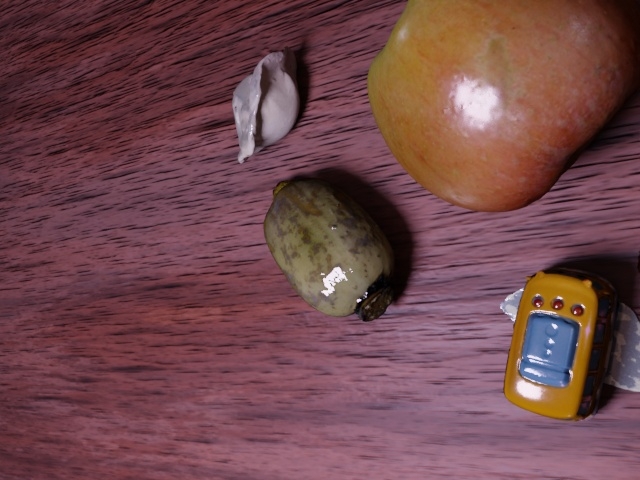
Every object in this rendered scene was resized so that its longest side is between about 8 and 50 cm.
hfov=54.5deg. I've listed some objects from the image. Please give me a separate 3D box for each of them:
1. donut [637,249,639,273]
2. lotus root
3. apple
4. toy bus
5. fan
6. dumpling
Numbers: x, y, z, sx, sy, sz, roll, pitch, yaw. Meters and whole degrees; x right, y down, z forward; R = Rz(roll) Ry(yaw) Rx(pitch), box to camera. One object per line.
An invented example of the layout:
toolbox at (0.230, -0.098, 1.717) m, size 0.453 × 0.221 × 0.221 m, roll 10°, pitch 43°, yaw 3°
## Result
donut at (0.481, 0.029, 0.793) m, size 0.140 × 0.059 × 0.140 m, roll -3°, pitch 84°, yaw 28°
lotus root at (0.000, 0.000, 1.039) m, size 0.173 × 0.173 × 0.309 m, roll -53°, pitch 56°, yaw 17°
apple at (0.225, -0.220, 0.797) m, size 0.305 × 0.338 × 0.338 m, roll 43°, pitch 109°, yaw 12°
toy bus at (0.315, 0.137, 0.829) m, size 0.126 × 0.136 × 0.209 m, roll 12°, pitch 89°, yaw 31°
fan at (0.371, 0.133, 0.879) m, size 0.240 × 0.009 × 0.131 m, roll 33°, pitch 103°, yaw 29°
dumpling at (-0.103, -0.244, 1.120) m, size 0.124 × 0.151 × 0.228 m, roll 21°, pitch 98°, yaw 4°
